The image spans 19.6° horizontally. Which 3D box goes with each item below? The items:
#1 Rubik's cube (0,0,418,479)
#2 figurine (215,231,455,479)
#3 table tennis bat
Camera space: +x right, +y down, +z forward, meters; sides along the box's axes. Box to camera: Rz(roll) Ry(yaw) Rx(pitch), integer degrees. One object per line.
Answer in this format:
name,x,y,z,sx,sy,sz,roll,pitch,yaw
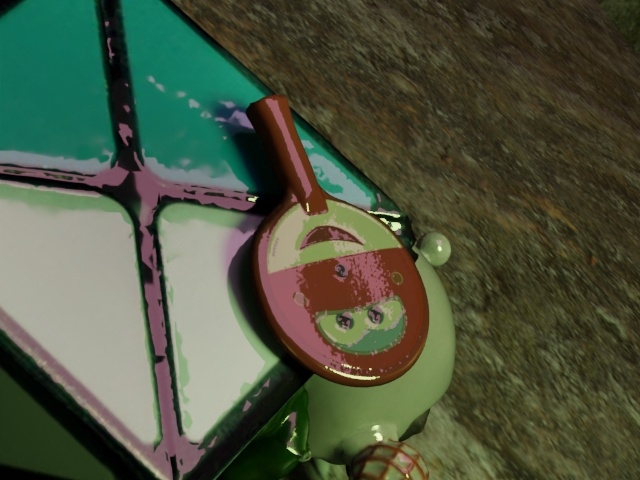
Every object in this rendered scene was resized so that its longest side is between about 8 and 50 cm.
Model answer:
Rubik's cube,-0.141,0.040,0.958,0.246,0.250,0.248,42,45,0
figurine,-0.031,0.076,1.278,0.281,0.167,0.370,44,31,17
table tennis bat,0.000,0.000,0.897,0.098,0.019,0.154,-9,69,-37
